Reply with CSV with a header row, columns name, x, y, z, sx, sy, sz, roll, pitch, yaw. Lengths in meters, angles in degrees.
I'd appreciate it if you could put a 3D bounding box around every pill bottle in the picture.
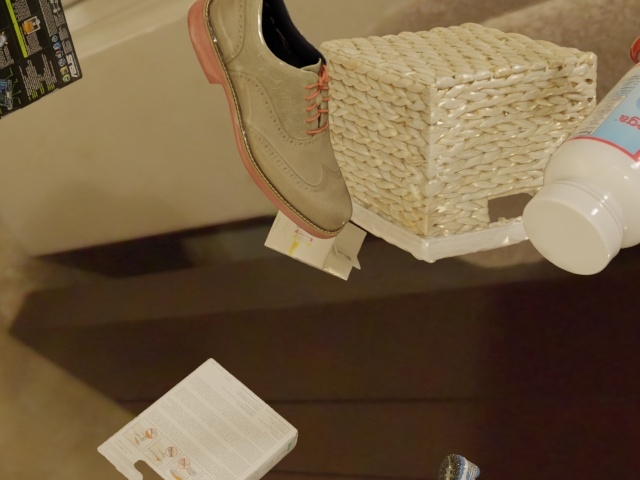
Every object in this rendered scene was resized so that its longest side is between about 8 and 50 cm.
name,x,y,z,sx,sy,sz,roll,pitch,yaw
pill bottle,0.211,-0.051,0.856,0.160,0.087,0.087,-45,113,-28

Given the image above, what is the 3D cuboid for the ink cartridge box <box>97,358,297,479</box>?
name,x,y,z,sx,sy,sz,roll,pitch,yaw
ink cartridge box,-0.172,0.292,1.749,0.225,0.181,0.056,-39,154,-30

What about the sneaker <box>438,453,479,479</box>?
name,x,y,z,sx,sy,sz,roll,pitch,yaw
sneaker,0.188,0.365,1.694,0.058,0.052,0.135,20,86,-33

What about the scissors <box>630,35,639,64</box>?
name,x,y,z,sx,sy,sz,roll,pitch,yaw
scissors,0.417,-0.261,1.271,0.109,0.297,0.021,6,60,-10

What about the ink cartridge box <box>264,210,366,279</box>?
name,x,y,z,sx,sy,sz,roll,pitch,yaw
ink cartridge box,0.000,0.000,2.056,0.092,0.143,0.090,26,86,-59

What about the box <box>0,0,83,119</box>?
name,x,y,z,sx,sy,sz,roll,pitch,yaw
box,-0.444,-0.277,1.748,0.184,0.045,0.190,-31,132,-24

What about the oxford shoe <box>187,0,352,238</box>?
name,x,y,z,sx,sy,sz,roll,pitch,yaw
oxford shoe,-0.037,-0.163,1.547,0.348,0.130,0.123,61,36,-14

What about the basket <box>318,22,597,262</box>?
name,x,y,z,sx,sy,sz,roll,pitch,yaw
basket,0.198,-0.163,1.858,0.328,0.331,0.266,-13,113,-28
